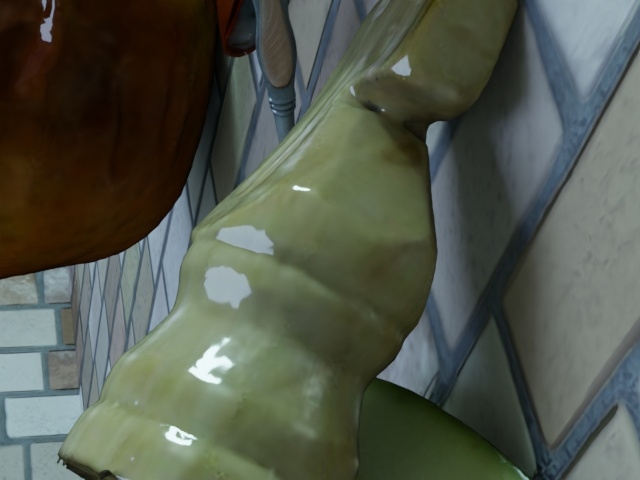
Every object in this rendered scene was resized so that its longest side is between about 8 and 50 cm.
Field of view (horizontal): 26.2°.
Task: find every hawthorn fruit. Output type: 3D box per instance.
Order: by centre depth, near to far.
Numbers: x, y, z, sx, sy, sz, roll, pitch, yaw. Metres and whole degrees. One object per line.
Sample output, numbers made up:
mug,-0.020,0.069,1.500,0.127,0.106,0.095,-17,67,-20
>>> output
hawthorn fruit,-0.306,-0.187,1.281,0.472,0.471,0.472,178,90,-74

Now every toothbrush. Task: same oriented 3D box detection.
toothbrush,-0.029,-0.128,0.870,0.375,0.028,0.037,84,179,-46

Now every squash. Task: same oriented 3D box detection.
squash,0.036,0.120,0.654,0.093,0.169,0.252,-50,9,-13

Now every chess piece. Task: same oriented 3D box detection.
chess piece,0.000,0.000,0.652,0.301,0.137,0.137,-64,9,-16

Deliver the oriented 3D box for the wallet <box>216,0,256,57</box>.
wallet,-0.062,-0.266,1.084,0.142,0.045,0.204,122,142,-60
